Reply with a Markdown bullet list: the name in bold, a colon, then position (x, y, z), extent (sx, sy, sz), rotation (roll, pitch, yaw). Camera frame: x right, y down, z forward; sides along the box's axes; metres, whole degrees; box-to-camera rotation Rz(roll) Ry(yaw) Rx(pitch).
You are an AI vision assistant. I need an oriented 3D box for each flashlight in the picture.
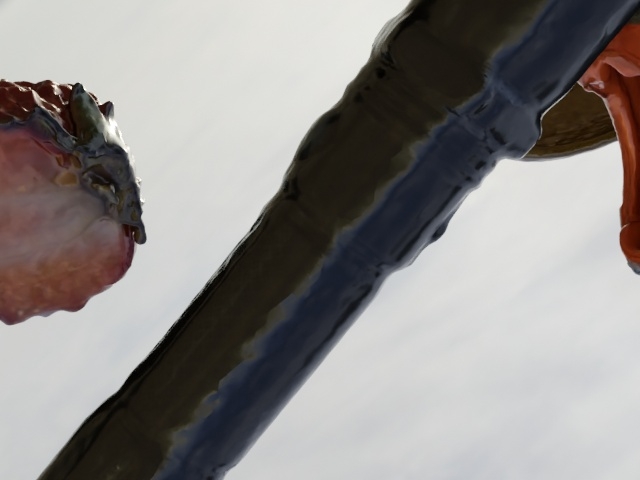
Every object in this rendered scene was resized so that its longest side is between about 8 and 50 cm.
- **flashlight**: position (0.000, 0.000, 0.773), extent (0.424, 0.103, 0.103), rotation (-50, -166, 5)

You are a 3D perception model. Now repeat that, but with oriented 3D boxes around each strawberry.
- **strawberry**: position (-0.239, -0.032, 1.049), extent (0.236, 0.190, 0.111), rotation (-19, -137, 4)

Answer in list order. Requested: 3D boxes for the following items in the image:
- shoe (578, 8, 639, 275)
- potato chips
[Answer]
- **shoe**: position (0.262, -0.018, 0.947), extent (0.171, 0.336, 0.132), rotation (-45, -159, -28)
- **potato chips**: position (0.236, -0.130, 1.532), extent (0.202, 0.049, 0.150), rotation (-22, -127, -7)
